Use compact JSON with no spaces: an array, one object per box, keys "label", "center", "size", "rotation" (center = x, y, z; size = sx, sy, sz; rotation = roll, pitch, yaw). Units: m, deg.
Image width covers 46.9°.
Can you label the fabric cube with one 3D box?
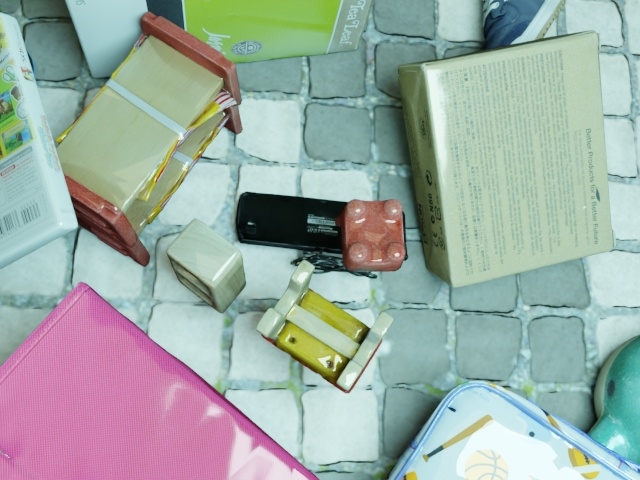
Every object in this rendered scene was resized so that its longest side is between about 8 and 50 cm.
[{"label":"fabric cube","center":[-0.170,0.230,0.620],"size":[0.258,0.254,0.259],"rotation":[39,74,2]}]

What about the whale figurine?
[{"label":"whale figurine","center":[0.379,0.222,0.746],"size":[0.216,0.141,0.272],"rotation":[9,75,-5]}]

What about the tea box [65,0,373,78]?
[{"label":"tea box","center":[-0.104,-0.346,0.738],"size":[0.323,0.329,0.220],"rotation":[-7,76,-10]}]

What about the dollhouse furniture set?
[{"label":"dollhouse furniture set","center":[-0.078,-0.030,0.738],"size":[0.374,0.152,0.201],"rotation":[33,74,6]}]

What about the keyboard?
[{"label":"keyboard","center":[0.000,0.000,0.821],"size":[0.192,0.038,0.100],"rotation":[6,51,-4]}]

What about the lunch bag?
[{"label":"lunch bag","center":[0.205,0.285,0.687],"size":[0.303,0.115,0.243],"rotation":[34,82,17]}]

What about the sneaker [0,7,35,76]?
[{"label":"sneaker","center":[-0.377,-0.242,0.806],"size":[0.067,0.078,0.188],"rotation":[-28,81,-13]}]

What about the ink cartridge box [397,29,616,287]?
[{"label":"ink cartridge box","center":[0.199,-0.088,0.788],"size":[0.193,0.088,0.235],"rotation":[-12,104,-11]}]

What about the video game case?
[{"label":"video game case","center":[-0.337,-0.064,0.681],"size":[0.227,0.026,0.206],"rotation":[-24,79,23]}]

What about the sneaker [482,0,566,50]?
[{"label":"sneaker","center":[0.218,-0.311,0.889],"size":[0.153,0.099,0.282],"rotation":[31,73,3]}]
